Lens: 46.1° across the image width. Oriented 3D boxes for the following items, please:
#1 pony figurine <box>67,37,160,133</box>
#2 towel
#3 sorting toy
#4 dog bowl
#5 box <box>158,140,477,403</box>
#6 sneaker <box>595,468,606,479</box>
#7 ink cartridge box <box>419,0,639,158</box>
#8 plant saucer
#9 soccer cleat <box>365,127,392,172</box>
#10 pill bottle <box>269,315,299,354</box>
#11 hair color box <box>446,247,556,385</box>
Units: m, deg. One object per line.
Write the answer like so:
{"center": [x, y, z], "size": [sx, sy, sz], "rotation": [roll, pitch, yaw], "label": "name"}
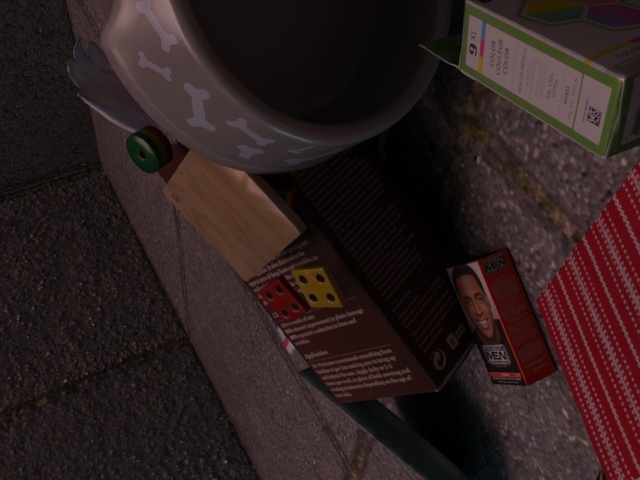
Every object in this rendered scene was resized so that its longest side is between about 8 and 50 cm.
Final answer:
{"center": [-0.237, -0.269, 1.297], "size": [0.351, 0.302, 0.363], "rotation": [42, 166, -23], "label": "pony figurine"}
{"center": [0.259, 0.063, 0.584], "size": [0.274, 0.031, 0.198], "rotation": [103, 158, -56], "label": "towel"}
{"center": [-0.075, -0.034, 0.762], "size": [0.274, 0.046, 0.132], "rotation": [47, 142, -1], "label": "sorting toy"}
{"center": [-0.023, -0.234, 0.657], "size": [0.102, 0.349, 0.348], "rotation": [4, 114, 54], "label": "dog bowl"}
{"center": [0.000, 0.000, 0.874], "size": [0.381, 0.143, 0.191], "rotation": [52, 143, -11], "label": "box"}
{"center": [0.317, 0.289, 0.668], "size": [0.083, 0.084, 0.214], "rotation": [115, 141, -62], "label": "sneaker"}
{"center": [0.176, -0.145, 0.548], "size": [0.209, 0.109, 0.062], "rotation": [47, 150, 45], "label": "ink cartridge box"}
{"center": [0.102, 0.273, 1.060], "size": [0.318, 0.043, 0.317], "rotation": [39, 172, 6], "label": "plant saucer"}
{"center": [0.039, -0.103, 0.942], "size": [0.121, 0.093, 0.289], "rotation": [28, 137, 50], "label": "soccer cleat"}
{"center": [-0.047, 0.101, 1.339], "size": [0.180, 0.108, 0.108], "rotation": [61, 158, 19], "label": "pill bottle"}
{"center": [0.194, 0.085, 0.817], "size": [0.141, 0.043, 0.072], "rotation": [68, 159, 2], "label": "hair color box"}
